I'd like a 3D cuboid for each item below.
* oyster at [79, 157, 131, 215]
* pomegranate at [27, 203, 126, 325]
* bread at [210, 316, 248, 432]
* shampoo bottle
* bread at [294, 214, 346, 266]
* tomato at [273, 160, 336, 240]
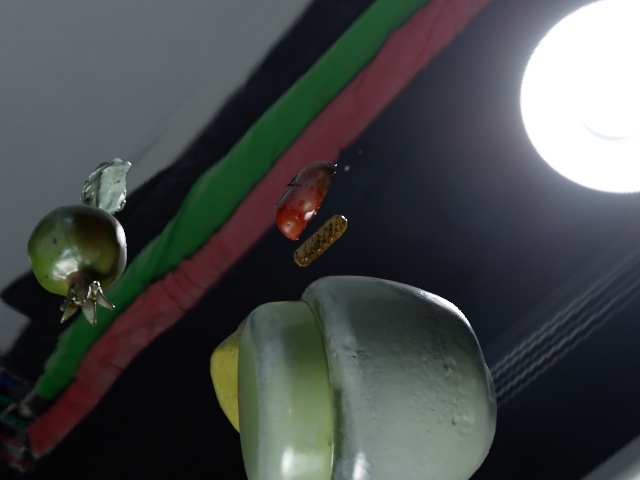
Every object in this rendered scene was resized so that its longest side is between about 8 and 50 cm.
[{"bbox_3d":[-0.577,-0.135,2.114,0.199,0.087,0.252,-41,171,-4],"label":"oyster"},{"bbox_3d":[-0.435,0.044,1.427,0.181,0.181,0.224,-40,-129,21],"label":"pomegranate"},{"bbox_3d":[-0.088,0.273,1.513,0.270,0.270,0.148,-21,-173,40],"label":"bread"},{"bbox_3d":[0.055,0.206,1.048,0.322,0.317,0.323,176,-90,-76],"label":"shampoo bottle"},{"bbox_3d":[0.000,0.000,1.790,0.044,0.052,0.157,39,-111,21],"label":"bread"},{"bbox_3d":[-0.051,-0.119,2.043,0.228,0.101,0.228,-59,-174,10],"label":"tomato"}]
